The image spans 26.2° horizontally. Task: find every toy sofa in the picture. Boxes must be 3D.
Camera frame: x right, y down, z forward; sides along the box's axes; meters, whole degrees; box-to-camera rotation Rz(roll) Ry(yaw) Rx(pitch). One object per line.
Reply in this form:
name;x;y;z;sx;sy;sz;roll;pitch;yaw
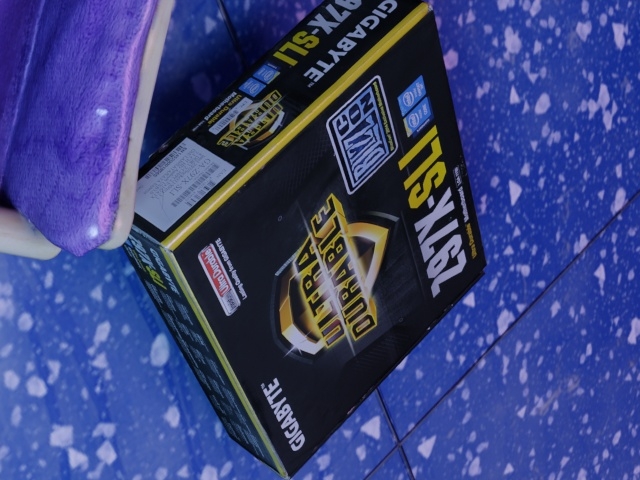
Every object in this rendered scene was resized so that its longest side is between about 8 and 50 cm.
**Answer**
toy sofa;-0.186;-0.177;0.816;0.150;0.177;0.362;14;91;-46

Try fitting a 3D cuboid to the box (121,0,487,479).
box;0.000;0.000;1.029;0.257;0.079;0.322;-46;145;-20
